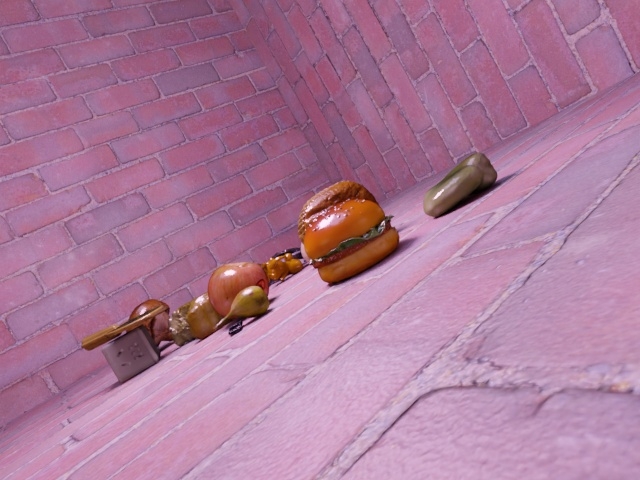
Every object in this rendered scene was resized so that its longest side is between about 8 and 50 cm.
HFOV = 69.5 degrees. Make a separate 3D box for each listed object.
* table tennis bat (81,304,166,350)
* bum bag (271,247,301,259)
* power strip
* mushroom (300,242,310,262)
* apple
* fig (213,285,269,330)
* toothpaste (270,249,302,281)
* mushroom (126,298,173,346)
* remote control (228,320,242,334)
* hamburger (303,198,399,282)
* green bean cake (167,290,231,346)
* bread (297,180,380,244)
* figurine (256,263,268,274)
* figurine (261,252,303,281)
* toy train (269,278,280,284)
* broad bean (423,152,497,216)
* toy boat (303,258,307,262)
[{"bbox_3d":[-0.677,0.301,1.584,0.320,0.050,0.198,-24,5,8],"label":"table tennis bat"},{"bbox_3d":[-0.106,0.061,2.133,0.248,0.060,0.123,-9,-14,-44],"label":"bum bag"},{"bbox_3d":[-0.654,0.387,1.618,0.140,0.139,0.224,-31,4,-16],"label":"power strip"},{"bbox_3d":[0.001,0.023,1.691,0.154,0.122,0.154,-37,-34,-32],"label":"mushroom"},{"bbox_3d":[-0.257,0.155,1.461,0.209,0.164,0.209,-6,6,1],"label":"apple"},{"bbox_3d":[-0.220,0.177,1.264,0.166,0.093,0.093,-12,-5,-26],"label":"fig"},{"bbox_3d":[-0.164,0.105,2.034,0.114,0.073,0.299,-16,-15,-48],"label":"toothpaste"},{"bbox_3d":[-0.674,0.365,1.869,0.254,0.268,0.267,12,25,28],"label":"mushroom"},{"bbox_3d":[-0.230,0.239,1.255,0.039,0.014,0.096,-26,4,-6],"label":"remote control"},{"bbox_3d":[0.070,-0.013,1.147,0.246,0.170,0.246,-32,2,1],"label":"hamburger"},{"bbox_3d":[-0.400,0.253,1.597,0.233,0.124,0.236,-32,5,-42],"label":"green bean cake"},{"bbox_3d":[0.058,-0.056,1.418,0.253,0.227,0.142,-31,-5,-20],"label":"bread"},{"bbox_3d":[-0.351,0.178,2.039,0.256,0.167,0.192,-26,-10,18],"label":"figurine"},{"bbox_3d":[-0.142,0.098,1.875,0.176,0.121,0.122,-3,-41,-42],"label":"figurine"},{"bbox_3d":[-0.192,0.173,1.995,0.083,0.017,0.017,-27,6,42],"label":"toy train"},{"bbox_3d":[0.373,-0.149,1.259,0.228,0.100,0.169,-32,-3,-19],"label":"broad bean"},{"bbox_3d":[0.022,-0.014,1.888,0.210,0.070,0.292,-36,-19,-24],"label":"toy boat"}]
